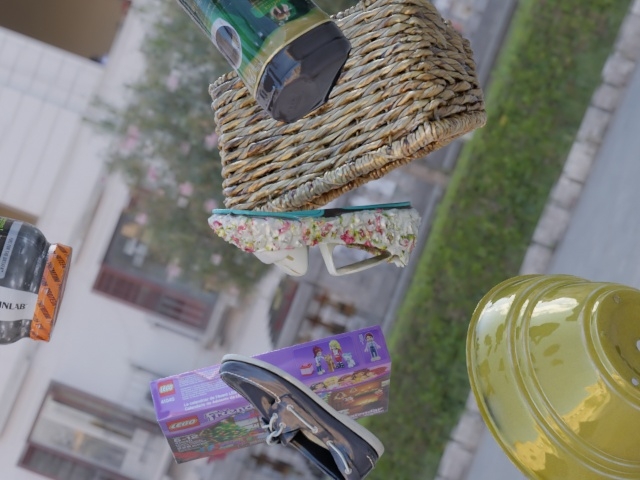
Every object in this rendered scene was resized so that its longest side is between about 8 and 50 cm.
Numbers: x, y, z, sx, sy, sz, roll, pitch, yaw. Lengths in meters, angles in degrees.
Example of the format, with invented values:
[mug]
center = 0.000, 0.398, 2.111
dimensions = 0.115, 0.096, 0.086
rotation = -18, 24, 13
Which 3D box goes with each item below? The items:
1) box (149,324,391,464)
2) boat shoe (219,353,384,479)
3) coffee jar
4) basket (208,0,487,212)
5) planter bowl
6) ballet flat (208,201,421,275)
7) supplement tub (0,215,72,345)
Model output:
[box]
center = -0.058, 0.200, 1.731
dimensions = 0.201, 0.293, 0.057
rotation = 86, 170, -65
[boat shoe]
center = -0.030, 0.198, 1.488
dimensions = 0.065, 0.206, 0.075
rotation = -57, 0, -26
[coffee jar]
center = -0.055, -0.186, 1.099
dimensions = 0.079, 0.184, 0.096
rotation = -34, -11, -22
[basket]
center = 0.046, -0.113, 1.591
dimensions = 0.213, 0.299, 0.223
rotation = 34, -142, -49
[planter bowl]
center = 0.229, 0.100, 1.074
dimensions = 0.090, 0.217, 0.217
rotation = -47, 16, 46
[ballet flat]
center = 0.000, 0.000, 1.439
dimensions = 0.091, 0.241, 0.077
rotation = -179, 87, -68
[supplement tub]
center = -0.328, 0.028, 1.236
dimensions = 0.117, 0.190, 0.117
rotation = -166, 90, -84
